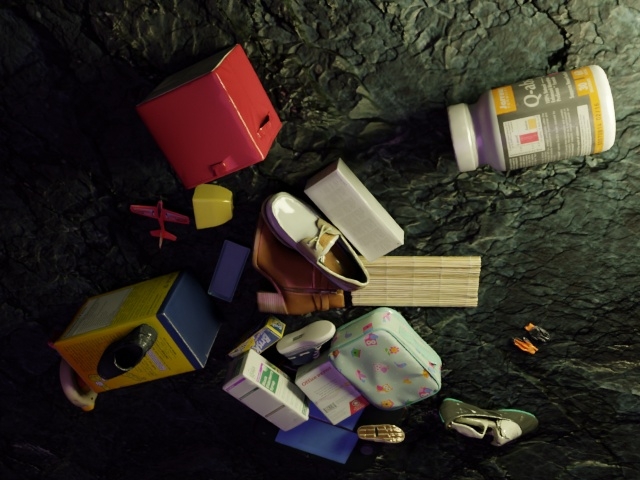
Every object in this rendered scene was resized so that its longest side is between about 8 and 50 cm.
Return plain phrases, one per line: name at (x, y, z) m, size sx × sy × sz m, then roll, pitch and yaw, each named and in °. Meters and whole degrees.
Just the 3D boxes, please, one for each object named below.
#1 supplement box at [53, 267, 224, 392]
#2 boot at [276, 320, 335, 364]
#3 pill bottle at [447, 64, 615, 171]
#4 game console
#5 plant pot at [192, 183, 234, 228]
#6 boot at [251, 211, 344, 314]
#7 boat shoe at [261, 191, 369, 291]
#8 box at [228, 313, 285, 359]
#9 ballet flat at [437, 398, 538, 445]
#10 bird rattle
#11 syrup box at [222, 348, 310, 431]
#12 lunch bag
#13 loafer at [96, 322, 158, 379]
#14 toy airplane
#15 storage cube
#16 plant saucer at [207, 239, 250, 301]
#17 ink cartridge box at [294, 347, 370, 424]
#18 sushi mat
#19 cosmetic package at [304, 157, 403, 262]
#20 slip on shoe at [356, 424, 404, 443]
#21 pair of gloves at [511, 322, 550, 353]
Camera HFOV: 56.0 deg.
supplement box at (-0.471, 0.240, 1.589) m, size 0.357 × 0.194 × 0.195 m, roll -16°, pitch 119°, yaw 20°
boot at (-0.022, 0.278, 1.620) m, size 0.190 × 0.069 × 0.086 m, roll -22°, pitch 125°, yaw 32°
pill bottle at (0.391, -0.221, 1.139) m, size 0.279 × 0.162 × 0.162 m, roll -10°, pitch 122°, yaw 16°
game console at (0.014, 0.531, 1.785) m, size 0.387 × 0.060 × 0.341 m, roll 20°, pitch 125°, yaw -4°
plant pot at (-0.246, -0.081, 1.401) m, size 0.084 × 0.081 × 0.081 m, roll -1°, pitch 124°, yaw -1°
boot at (-0.049, 0.059, 1.449) m, size 0.220 × 0.109 × 0.283 m, roll -2°, pitch 113°, yaw 2°
boat shoe at (0.000, 0.000, 1.367) m, size 0.302 × 0.113 × 0.103 m, roll 42°, pitch 164°, yaw -19°
box at (-0.174, 0.271, 1.642) m, size 0.059 × 0.054 × 0.169 m, roll 41°, pitch 121°, yaw -17°
ballet flat at (0.464, 0.516, 1.670) m, size 0.281 × 0.096 × 0.095 m, roll 8°, pitch 125°, yaw 4°
bird rattle at (-0.680, 0.366, 1.720) m, size 0.143 × 0.206 × 0.253 m, roll -11°, pitch 133°, yaw -4°
syrup box at (-0.143, 0.411, 1.647) m, size 0.096 × 0.093 × 0.237 m, roll -36°, pitch 114°, yaw 29°
lunch bag at (0.178, 0.313, 1.576) m, size 0.224 × 0.107 × 0.279 m, roll -34°, pitch 113°, yaw 26°
loafer at (-0.476, 0.279, 1.448) m, size 0.076 × 0.078 × 0.223 m, roll 42°, pitch 120°, yaw -16°
toy airplane at (-0.388, -0.047, 1.478) m, size 0.151 × 0.028 × 0.151 m, roll 6°, pitch 125°, yaw 8°
storage cube at (-0.219, -0.249, 1.214) m, size 0.215 × 0.183 × 0.193 m, roll -17°, pitch 119°, yaw 20°
plant saucer at (-0.234, 0.077, 1.543) m, size 0.067 × 0.018 × 0.192 m, roll 21°, pitch 124°, yaw -5°
ink cartridge box at (0.034, 0.396, 1.645) m, size 0.127 × 0.072 × 0.175 m, roll -35°, pitch 105°, yaw 17°
sushi mat at (0.226, 0.103, 1.477) m, size 0.317 × 0.019 × 0.151 m, roll 0°, pitch 125°, yaw 10°
cosmetic package at (0.080, -0.065, 1.362) m, size 0.099 × 0.060 × 0.239 m, roll -31°, pitch 114°, yaw 29°
slip on shoe at (0.171, 0.557, 1.732) m, size 0.136 × 0.051 × 0.041 m, roll 1°, pitch 158°, yaw -2°
pair of gloves at (0.533, 0.248, 1.527) m, size 0.074 × 0.010 × 0.083 m, roll 29°, pitch 121°, yaw -9°
